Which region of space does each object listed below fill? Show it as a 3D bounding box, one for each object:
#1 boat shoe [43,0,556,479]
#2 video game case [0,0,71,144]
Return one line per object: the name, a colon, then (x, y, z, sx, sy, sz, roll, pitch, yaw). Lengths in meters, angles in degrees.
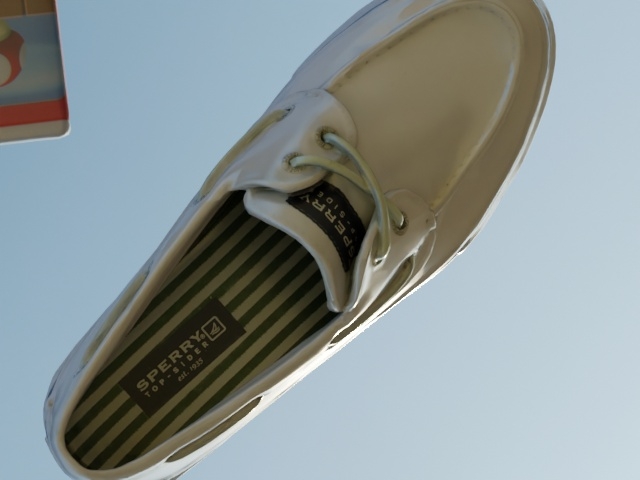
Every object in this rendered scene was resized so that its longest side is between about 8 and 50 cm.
boat shoe: (0.000, 0.000, 0.587, 0.083, 0.076, 0.226, 39, -93, -3)
video game case: (-0.199, -0.164, 0.589, 0.204, 0.025, 0.285, -7, -81, -13)
